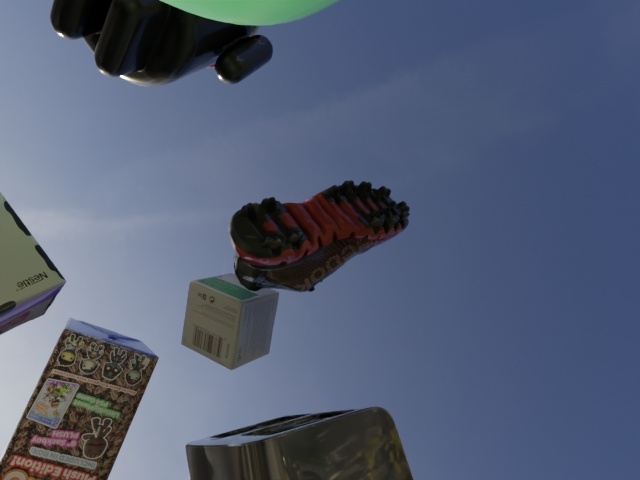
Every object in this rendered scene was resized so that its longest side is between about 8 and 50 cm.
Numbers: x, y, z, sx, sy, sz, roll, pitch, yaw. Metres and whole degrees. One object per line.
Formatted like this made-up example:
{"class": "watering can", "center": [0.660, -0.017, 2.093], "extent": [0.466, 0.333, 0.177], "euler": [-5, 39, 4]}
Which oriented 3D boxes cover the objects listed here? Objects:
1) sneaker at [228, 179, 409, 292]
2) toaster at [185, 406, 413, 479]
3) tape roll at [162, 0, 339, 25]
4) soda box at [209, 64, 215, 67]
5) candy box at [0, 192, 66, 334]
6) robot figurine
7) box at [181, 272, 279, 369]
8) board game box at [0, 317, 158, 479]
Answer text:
{"class": "sneaker", "center": [0.000, 0.000, 0.649], "extent": [0.097, 0.276, 0.135], "euler": [54, -38, 30]}
{"class": "toaster", "center": [-0.032, 0.229, 0.449], "extent": [0.168, 0.186, 0.110], "euler": [-33, -115, 50]}
{"class": "tape roll", "center": [-0.049, -0.308, 0.288], "extent": [0.077, 0.321, 0.321], "euler": [8, -80, 55]}
{"class": "soda box", "center": [-0.204, -0.454, 0.909], "extent": [0.092, 0.263, 0.083], "euler": [-12, -111, -17]}
{"class": "candy box", "center": [-0.303, -0.002, 0.309], "extent": [0.070, 0.165, 0.196], "euler": [-37, -90, 38]}
{"class": "robot figurine", "center": [-0.175, -0.290, 0.569], "extent": [0.174, 0.278, 0.209], "euler": [0, -58, 25]}
{"class": "box", "center": [-0.129, 0.112, 0.688], "extent": [0.101, 0.087, 0.102], "euler": [17, -78, 29]}
{"class": "board game box", "center": [-0.396, 0.288, 0.758], "extent": [0.141, 0.232, 0.291], "euler": [26, -105, -22]}
